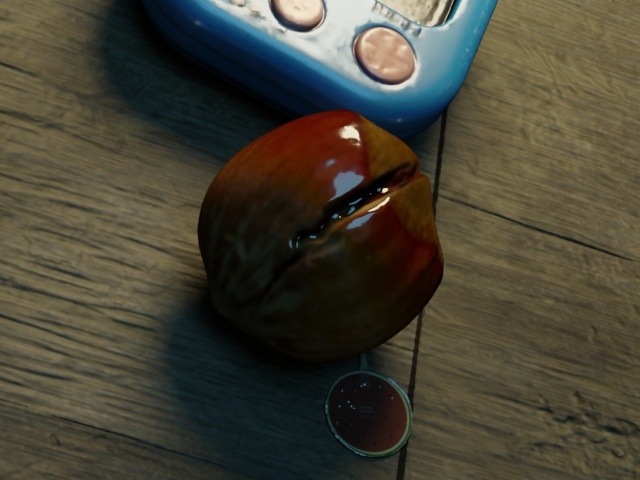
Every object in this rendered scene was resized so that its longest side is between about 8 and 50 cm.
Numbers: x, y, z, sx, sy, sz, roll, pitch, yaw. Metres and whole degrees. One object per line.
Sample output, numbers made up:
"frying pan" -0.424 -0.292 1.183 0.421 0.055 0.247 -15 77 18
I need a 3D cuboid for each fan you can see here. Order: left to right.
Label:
"fan" 0.041 0.133 1.644 0.085 0.005 0.133 4 62 -20

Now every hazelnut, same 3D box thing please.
"hazelnut" 0.001 -0.001 1.598 0.212 0.181 0.181 58 37 2

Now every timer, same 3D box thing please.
"timer" 0.000 -0.259 1.779 0.340 0.115 0.309 29 56 -6
